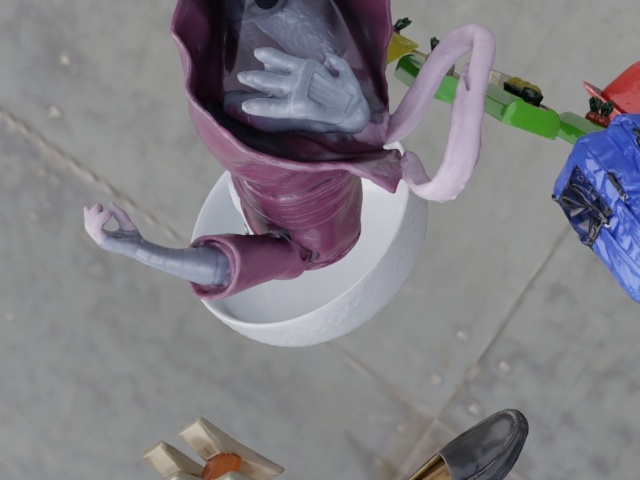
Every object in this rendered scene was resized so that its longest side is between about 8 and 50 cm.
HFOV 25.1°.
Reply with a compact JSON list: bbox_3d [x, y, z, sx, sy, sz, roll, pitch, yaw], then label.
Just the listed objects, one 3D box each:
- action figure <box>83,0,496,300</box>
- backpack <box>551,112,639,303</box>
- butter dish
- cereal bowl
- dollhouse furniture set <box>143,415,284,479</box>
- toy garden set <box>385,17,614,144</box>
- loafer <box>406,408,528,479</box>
[{"bbox_3d":[-0.008,-0.077,1.018,0.275,0.248,0.370,13,153,10],"label":"action figure"},{"bbox_3d":[0.221,-0.020,0.929,0.101,0.098,0.120,106,145,-52],"label":"backpack"},{"bbox_3d":[0.405,-0.156,1.656,0.118,0.160,0.160,-50,64,15],"label":"butter dish"},{"bbox_3d":[0.000,0.000,1.929,0.339,0.339,0.141,5,154,37],"label":"cereal bowl"},{"bbox_3d":[-0.088,0.283,1.158,0.135,0.262,0.259,32,143,-16],"label":"dollhouse furniture set"},{"bbox_3d":[0.117,-0.133,1.125,0.244,0.204,0.049,19,100,-9],"label":"toy garden set"},{"bbox_3d":[0.145,0.236,1.493,0.061,0.170,0.062,34,-168,-49],"label":"loafer"}]
